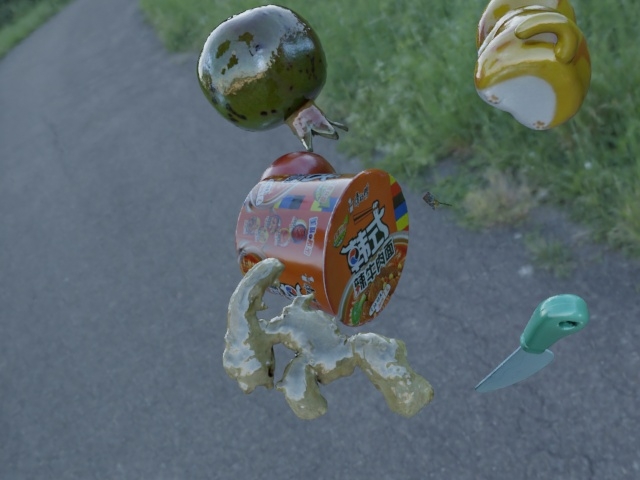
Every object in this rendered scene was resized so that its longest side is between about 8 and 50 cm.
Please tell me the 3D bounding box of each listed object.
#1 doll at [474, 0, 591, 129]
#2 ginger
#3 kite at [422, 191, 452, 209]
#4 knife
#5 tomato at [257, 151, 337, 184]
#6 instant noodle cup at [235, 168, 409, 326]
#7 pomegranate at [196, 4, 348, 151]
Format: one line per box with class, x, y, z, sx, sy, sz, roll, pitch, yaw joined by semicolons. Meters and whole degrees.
doll;0.306;-0.279;1.199;0.162;0.167;0.269;-50;20;28
ginger;0.000;0.141;0.942;0.149;0.259;0.065;-58;-4;-1
kite;0.237;-0.084;1.687;0.002;0.044;0.078;-40;12;-25
knife;0.259;0.137;1.007;0.063;0.260;0.034;5;58;-8
tomato;-0.040;-0.071;1.563;0.136;0.195;0.195;-8;26;40
instant noodle cup;0.000;0.000;1.311;0.192;0.250;0.250;10;37;34
pomegranate;-0.104;-0.323;1.713;0.291;0.323;0.290;-24;19;9
